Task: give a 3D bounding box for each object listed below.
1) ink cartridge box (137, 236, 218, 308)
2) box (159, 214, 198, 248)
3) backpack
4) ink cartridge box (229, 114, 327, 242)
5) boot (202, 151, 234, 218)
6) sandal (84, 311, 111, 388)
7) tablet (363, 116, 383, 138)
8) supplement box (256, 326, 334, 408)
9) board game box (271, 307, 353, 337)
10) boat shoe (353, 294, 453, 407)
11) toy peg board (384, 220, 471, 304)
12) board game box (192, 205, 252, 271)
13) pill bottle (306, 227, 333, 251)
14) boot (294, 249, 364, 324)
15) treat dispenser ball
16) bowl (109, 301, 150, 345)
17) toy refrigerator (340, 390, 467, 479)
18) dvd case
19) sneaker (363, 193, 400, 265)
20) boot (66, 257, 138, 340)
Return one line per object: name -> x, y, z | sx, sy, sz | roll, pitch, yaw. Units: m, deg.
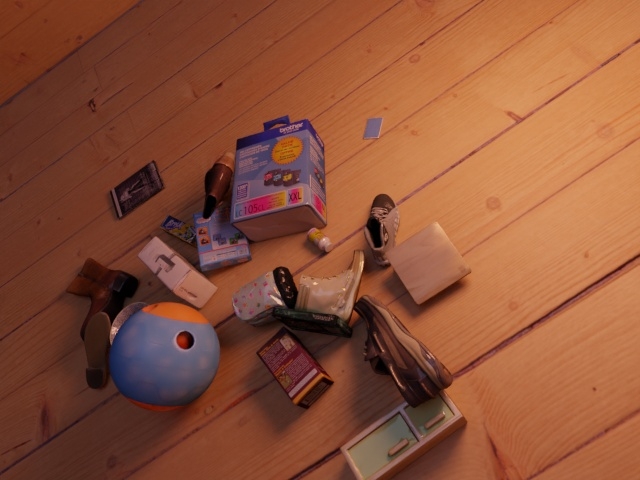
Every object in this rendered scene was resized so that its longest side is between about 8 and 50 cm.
ink cartridge box -> -0.448, 0.101, 1.560 | 0.218, 0.158, 0.092 | 36, 82, 35
box -> -0.473, -0.031, 1.708 | 0.169, 0.054, 0.059 | 23, 74, 32
backpack -> -0.158, 0.166, 1.418 | 0.182, 0.115, 0.152 | -30, 57, 11
ink cartridge box -> -0.132, -0.216, 1.598 | 0.270, 0.151, 0.395 | -12, 57, 19
boot -> -0.352, -0.151, 1.610 | 0.090, 0.248, 0.207 | 22, 53, -12
sandal -> -0.701, 0.348, 1.599 | 0.088, 0.079, 0.240 | 1, 85, 8
tablet -> 0.173, -0.367, 1.622 | 0.054, 0.006, 0.083 | 3, 64, 26
supplement box -> -0.068, 0.332, 1.304 | 0.104, 0.081, 0.188 | -44, 55, -2
board game box -> -0.021, 0.218, 1.318 | 0.186, 0.126, 0.026 | 3, 65, 26
boat shoe -> 0.156, 0.249, 1.170 | 0.130, 0.132, 0.355 | -44, 30, -1
toy peg board -> 0.282, 0.064, 1.305 | 0.161, 0.079, 0.160 | -33, 70, 6
board game box -> -0.319, -0.013, 1.606 | 0.160, 0.039, 0.211 | -13, 57, -7
pill bottle -> 0.000, 0.000, 1.478 | 0.043, 0.043, 0.083 | -48, 55, -5
boot -> 0.027, 0.108, 1.357 | 0.165, 0.077, 0.213 | 14, 73, 7
treat dispenser ball -> -0.419, 0.312, 1.350 | 0.288, 0.288, 0.288 | -11, 59, 19
bowl -> -0.566, 0.286, 1.562 | 0.170, 0.080, 0.170 | -11, 59, 20
toy refrigerator -> 0.187, 0.438, 1.120 | 0.269, 0.094, 0.102 | -36, 54, 2
dvd case -> -0.714, -0.198, 1.935 | 0.221, 0.018, 0.164 | -34, 56, 3
sneaker -> 0.167, -0.056, 1.376 | 0.086, 0.132, 0.228 | -11, 60, 20
boot -> -0.798, 0.196, 1.711 | 0.280, 0.096, 0.264 | 13, 70, 31
